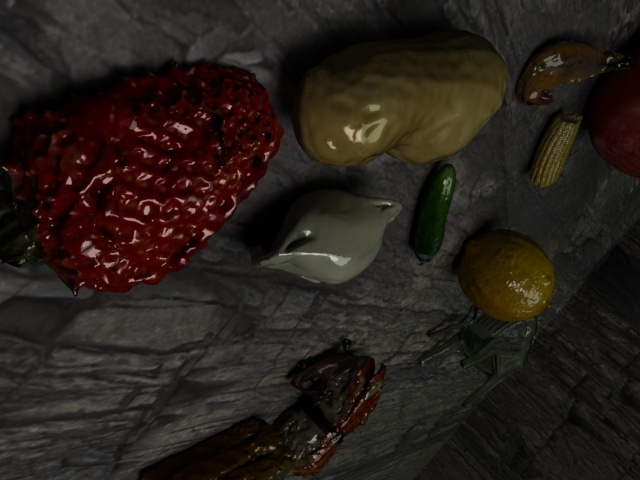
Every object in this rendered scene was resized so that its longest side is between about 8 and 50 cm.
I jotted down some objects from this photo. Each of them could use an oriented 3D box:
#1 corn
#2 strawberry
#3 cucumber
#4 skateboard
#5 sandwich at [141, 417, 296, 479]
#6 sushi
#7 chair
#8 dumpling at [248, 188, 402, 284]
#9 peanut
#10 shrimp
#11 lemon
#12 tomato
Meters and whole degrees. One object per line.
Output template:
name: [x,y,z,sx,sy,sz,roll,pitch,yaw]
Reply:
corn: [0.485,-0.188,1.122,0.085,0.063,0.165,-20,139,-23]
strawberry: [-0.141,-0.046,0.467,0.286,0.106,0.188,-37,150,-18]
cucumber: [0.194,-0.031,0.953,0.056,0.056,0.250,-30,143,-26]
skateboard: [0.013,0.257,1.037,0.151,0.080,0.067,-18,145,-36]
sandwich: [-0.213,0.501,0.991,0.262,0.131,0.325,-12,136,-46]
sushi: [0.006,0.369,1.128,0.332,0.130,0.124,-49,145,-7]
chair: [0.436,0.274,1.473,0.274,0.203,0.191,-25,132,-25]
dumpling: [0.000,0.000,0.707,0.228,0.124,0.151,-13,172,-36]
peanut: [0.100,-0.153,0.612,0.318,0.147,0.148,-24,143,-38]
shrimp: [0.440,-0.295,0.947,0.262,0.066,0.117,-6,147,-29]
lemon: [0.409,0.077,1.193,0.192,0.231,0.192,-52,180,1]
tomato: [0.650,-0.273,1.131,0.309,0.170,0.309,-6,96,-60]
